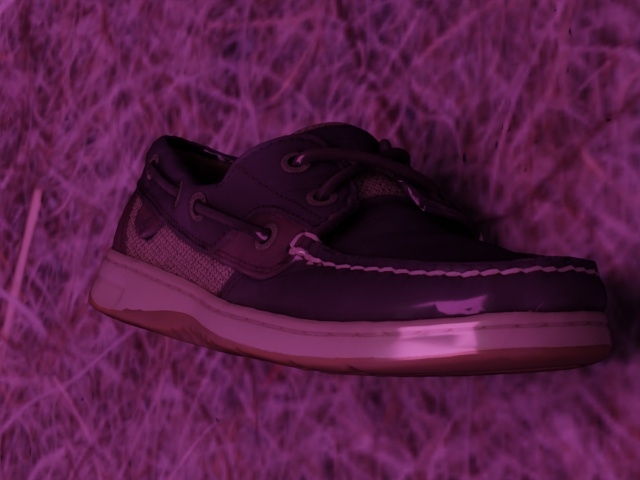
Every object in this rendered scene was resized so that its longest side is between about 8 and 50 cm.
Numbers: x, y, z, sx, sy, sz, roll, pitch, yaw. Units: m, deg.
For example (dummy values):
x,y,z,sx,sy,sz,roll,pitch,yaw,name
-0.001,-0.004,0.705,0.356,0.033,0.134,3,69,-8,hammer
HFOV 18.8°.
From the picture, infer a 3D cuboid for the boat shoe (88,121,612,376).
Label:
x,y,z,sx,sy,sz,roll,pitch,yaw,name
0.000,0.000,0.746,0.285,0.103,0.092,6,91,57,boat shoe
